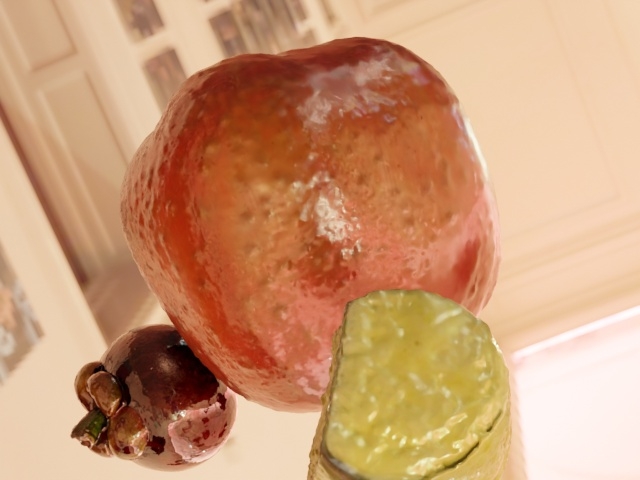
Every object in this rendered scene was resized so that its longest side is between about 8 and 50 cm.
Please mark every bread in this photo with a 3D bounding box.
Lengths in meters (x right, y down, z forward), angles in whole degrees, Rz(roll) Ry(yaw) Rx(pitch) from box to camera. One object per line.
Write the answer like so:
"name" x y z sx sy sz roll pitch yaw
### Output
"bread" 0.048 0.093 0.762 0.111 0.129 0.114 4 161 5

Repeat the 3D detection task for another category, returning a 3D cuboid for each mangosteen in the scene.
"mangosteen" -0.140 0.132 1.160 0.140 0.140 0.140 -22 -168 5

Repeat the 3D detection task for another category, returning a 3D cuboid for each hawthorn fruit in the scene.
"hawthorn fruit" 0.000 0.000 1.053 0.275 0.300 0.275 -20 -170 4
